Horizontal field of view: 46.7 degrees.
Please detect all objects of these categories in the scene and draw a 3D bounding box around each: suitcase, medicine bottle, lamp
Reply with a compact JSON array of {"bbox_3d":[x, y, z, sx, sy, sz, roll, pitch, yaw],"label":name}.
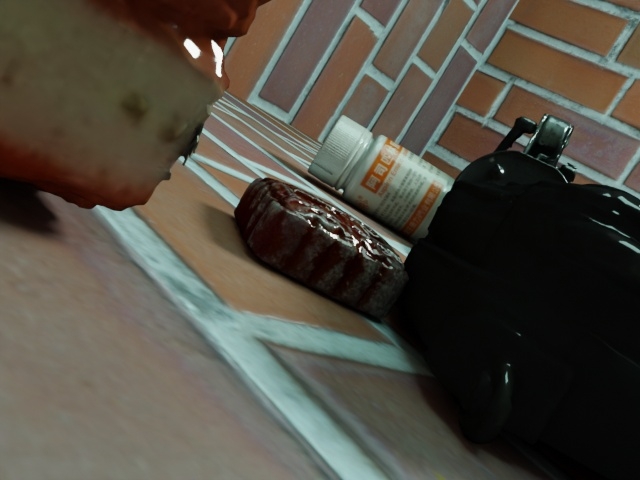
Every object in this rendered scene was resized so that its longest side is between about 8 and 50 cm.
[{"bbox_3d":[0.240,0.093,0.591,0.345,0.188,0.339,28,4,-8],"label":"suitcase"},{"bbox_3d":[0.112,-0.114,1.367,0.252,0.144,0.144,30,9,1],"label":"medicine bottle"},{"bbox_3d":[0.325,-0.019,1.307,0.205,0.374,0.272,27,-25,17],"label":"lamp"}]

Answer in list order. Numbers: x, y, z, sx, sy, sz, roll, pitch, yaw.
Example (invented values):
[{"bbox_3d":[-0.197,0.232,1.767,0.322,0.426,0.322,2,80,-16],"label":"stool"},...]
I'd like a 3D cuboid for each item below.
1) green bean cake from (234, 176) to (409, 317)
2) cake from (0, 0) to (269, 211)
[{"bbox_3d":[0.000,0.000,0.626,0.135,0.056,0.135,29,9,-21],"label":"green bean cake"},{"bbox_3d":[-0.174,-0.214,0.380,0.270,0.319,0.270,22,8,-37],"label":"cake"}]
